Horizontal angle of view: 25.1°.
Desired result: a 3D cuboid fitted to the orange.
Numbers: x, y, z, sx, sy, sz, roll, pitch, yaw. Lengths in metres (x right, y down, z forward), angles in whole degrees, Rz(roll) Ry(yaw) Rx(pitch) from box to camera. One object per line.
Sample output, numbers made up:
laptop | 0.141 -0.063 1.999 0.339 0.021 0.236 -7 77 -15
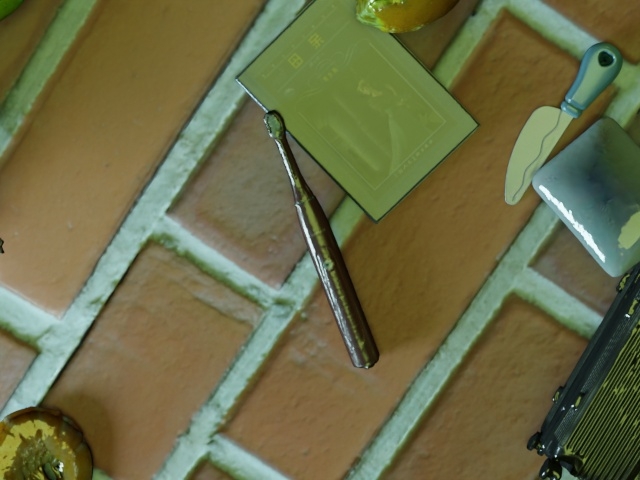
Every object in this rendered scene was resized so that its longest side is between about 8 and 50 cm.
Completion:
orange | 0.118 -0.374 1.756 0.158 0.179 0.237 -2 97 3

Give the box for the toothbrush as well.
toothbrush | 0.000 0.000 1.883 0.041 0.041 0.364 -20 100 4

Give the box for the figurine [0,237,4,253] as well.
figurine | -0.547 -0.039 1.806 0.265 0.197 0.175 21 92 -35

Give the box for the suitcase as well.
suitcase | 0.451 0.196 1.856 0.230 0.152 0.335 28 98 -5

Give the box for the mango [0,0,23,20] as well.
mango | -0.449 -0.310 1.803 0.178 0.119 0.100 -11 80 4

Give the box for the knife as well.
knife | 0.304 -0.155 1.870 0.058 0.032 0.244 36 102 -7

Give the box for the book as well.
book | 0.048 -0.180 1.866 0.191 0.025 0.269 -43 96 7

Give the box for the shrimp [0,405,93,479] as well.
shrimp | -0.400 0.343 1.936 0.150 0.068 0.248 25 94 -8

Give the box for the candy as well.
candy | 0.374 -0.057 1.843 0.138 0.071 0.174 -41 75 7
